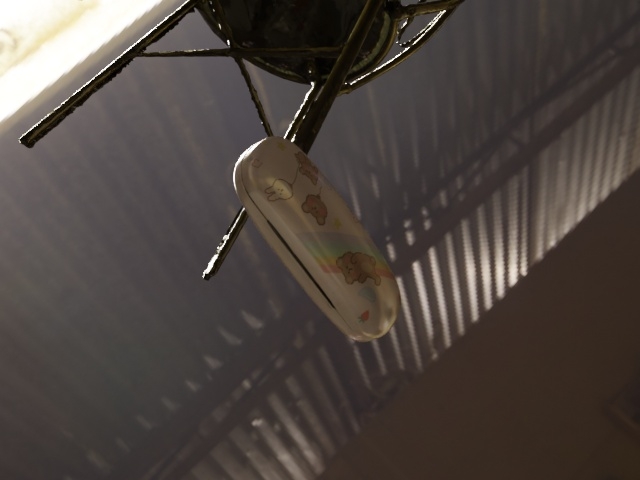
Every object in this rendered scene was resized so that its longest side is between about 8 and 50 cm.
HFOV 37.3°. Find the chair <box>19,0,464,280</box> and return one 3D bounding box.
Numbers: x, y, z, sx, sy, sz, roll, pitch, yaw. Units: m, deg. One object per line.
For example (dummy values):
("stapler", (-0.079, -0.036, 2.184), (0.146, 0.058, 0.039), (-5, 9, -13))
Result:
("chair", (-0.011, -0.144, 0.565), (0.326, 0.170, 0.160), (-57, 5, -37))

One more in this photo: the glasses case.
("glasses case", (0.000, 0.000, 0.340), (0.021, 0.083, 0.032), (-23, 19, 43))
